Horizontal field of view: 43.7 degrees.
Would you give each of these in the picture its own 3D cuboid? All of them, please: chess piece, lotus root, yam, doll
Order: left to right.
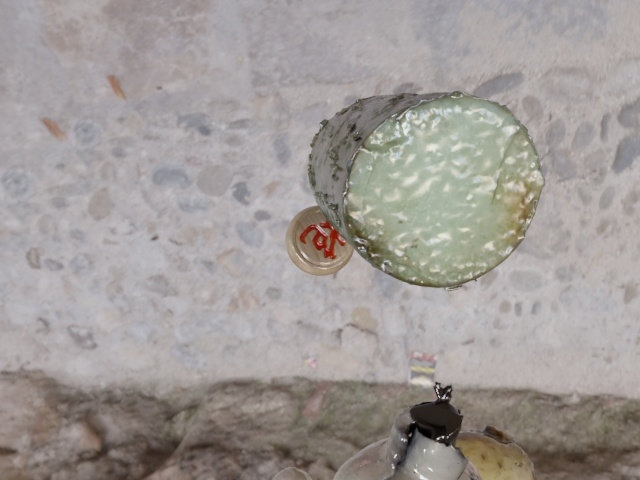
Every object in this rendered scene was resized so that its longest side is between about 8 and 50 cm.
[{"bbox_3d":[0.000,0.000,0.937,0.083,0.084,0.038,40,163,-2],"label":"chess piece"},{"bbox_3d":[0.024,0.177,0.450,0.192,0.095,0.149,-32,109,8],"label":"doll"},{"bbox_3d":[0.078,-0.058,0.733,0.168,0.304,0.168,-1,99,-5],"label":"yam"},{"bbox_3d":[0.160,0.364,0.982,0.160,0.284,0.146,31,164,-9],"label":"lotus root"}]
